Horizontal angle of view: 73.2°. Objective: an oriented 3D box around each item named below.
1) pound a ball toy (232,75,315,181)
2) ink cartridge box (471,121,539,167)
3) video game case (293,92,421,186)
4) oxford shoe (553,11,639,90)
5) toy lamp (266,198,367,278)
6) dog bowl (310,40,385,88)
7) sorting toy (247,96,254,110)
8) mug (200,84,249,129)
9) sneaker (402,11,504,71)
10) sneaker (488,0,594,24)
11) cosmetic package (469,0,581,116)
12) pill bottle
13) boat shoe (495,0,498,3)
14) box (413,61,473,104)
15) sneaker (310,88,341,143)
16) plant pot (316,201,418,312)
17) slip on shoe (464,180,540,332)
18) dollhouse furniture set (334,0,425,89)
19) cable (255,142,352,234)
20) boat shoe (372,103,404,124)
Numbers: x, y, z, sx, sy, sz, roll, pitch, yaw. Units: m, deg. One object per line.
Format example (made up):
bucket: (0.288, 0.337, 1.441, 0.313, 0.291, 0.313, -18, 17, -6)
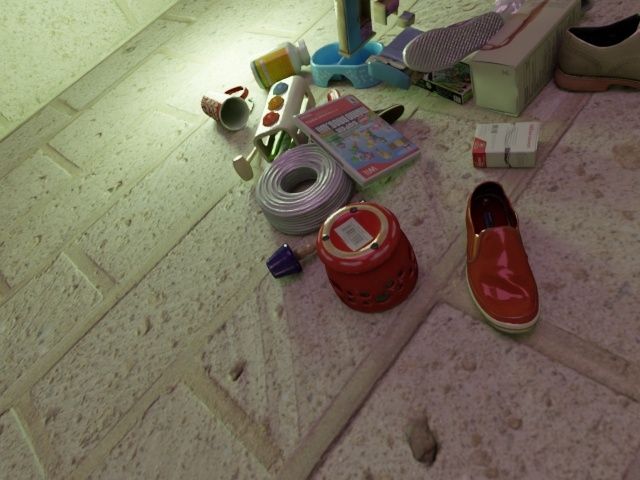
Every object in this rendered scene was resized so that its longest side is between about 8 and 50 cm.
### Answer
pound a ball toy: (-0.149, -0.347, 1.292, 0.208, 0.135, 0.319, -12, 46, 24)
ink cartridge box: (0.433, -0.222, 1.009, 0.135, 0.056, 0.099, 6, 57, 28)
video game case: (0.093, -0.272, 1.127, 0.204, 0.025, 0.285, -30, 63, -25)
oxford shoe: (0.755, -0.430, 0.969, 0.398, 0.146, 0.140, 3, 55, 25)
toy lamp: (0.000, 0.000, 1.012, 0.275, 0.080, 0.080, -33, 49, -2)
dog bowl: (0.094, -0.588, 1.428, 0.298, 0.074, 0.165, 15, 62, 33)
sorting toy: (-0.268, -0.483, 1.545, 0.062, 0.012, 0.083, -4, 54, 21)
mug: (-0.323, -0.466, 1.503, 0.150, 0.113, 0.169, -34, 42, -23)
sneaker: (0.325, -0.519, 1.156, 0.282, 0.102, 0.161, -21, 23, -11)
sneaker: (0.608, -0.641, 1.216, 0.305, 0.114, 0.152, -22, 47, 7)
cosmetic package: (0.526, -0.479, 1.106, 0.296, 0.153, 0.129, -46, 49, -16)
pill bottle: (-0.140, -0.632, 1.534, 0.209, 0.117, 0.117, -21, 49, 8)
boat shoe: (0.634, -0.754, 1.327, 0.184, 0.063, 0.066, 26, 68, 36)
box: (0.369, -0.467, 1.240, 0.114, 0.036, 0.207, -39, 49, -9)
sneaker: (0.016, -0.360, 1.279, 0.128, 0.087, 0.221, -20, 48, 7)
plant pot: (0.096, 0.028, 0.888, 0.191, 0.174, 0.191, -11, 50, 13)
slip on shoe: (0.341, 0.020, 0.834, 0.123, 0.101, 0.331, -7, 54, 17)
dollhouse furniture set: (0.231, -0.636, 1.243, 0.303, 0.198, 0.286, 34, 71, 24)
cable: (-0.043, -0.140, 1.130, 0.257, 0.089, 0.257, -27, 49, 2)
boat shoe: (0.164, -0.348, 1.224, 0.152, 0.056, 0.049, -29, 54, 1)
